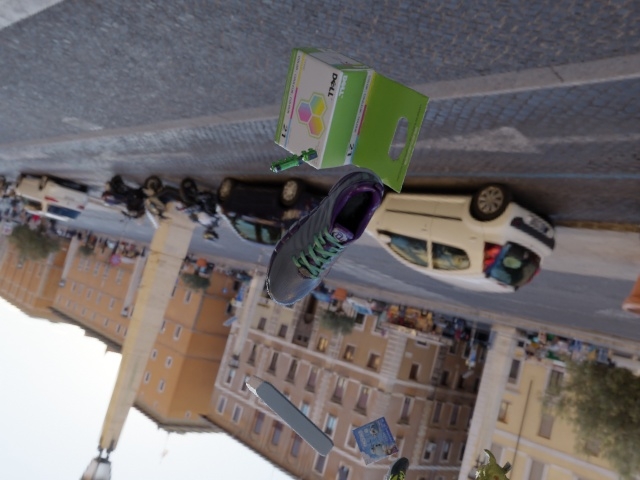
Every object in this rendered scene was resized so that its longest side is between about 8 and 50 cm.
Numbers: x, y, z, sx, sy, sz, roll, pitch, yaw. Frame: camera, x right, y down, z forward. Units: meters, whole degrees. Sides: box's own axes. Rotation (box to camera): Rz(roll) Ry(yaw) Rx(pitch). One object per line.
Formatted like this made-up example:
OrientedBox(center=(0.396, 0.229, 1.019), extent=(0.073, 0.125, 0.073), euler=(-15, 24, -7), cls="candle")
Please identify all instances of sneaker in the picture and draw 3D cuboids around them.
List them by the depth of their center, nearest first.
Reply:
OrientedBox(center=(0.000, 0.000, 0.736), extent=(0.083, 0.223, 0.098), euler=(35, -170, -9), cls="sneaker")
OrientedBox(center=(0.114, 0.363, 0.833), extent=(0.031, 0.083, 0.035), euler=(47, 151, -20), cls="sneaker")

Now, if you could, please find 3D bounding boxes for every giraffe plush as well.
OrientedBox(center=(0.451, 0.715, 1.571), extent=(0.170, 0.210, 0.181), euler=(-24, -142, -19), cls="giraffe plush")

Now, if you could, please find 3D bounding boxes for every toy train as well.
OrientedBox(center=(-0.043, -0.131, 0.927), extent=(0.083, 0.017, 0.024), euler=(-24, -145, -15), cls="toy train")

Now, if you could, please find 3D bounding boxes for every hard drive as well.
OrientedBox(center=(-0.094, 0.460, 1.516), extent=(0.233, 0.047, 0.353), euler=(43, 165, -1), cls="hard drive")

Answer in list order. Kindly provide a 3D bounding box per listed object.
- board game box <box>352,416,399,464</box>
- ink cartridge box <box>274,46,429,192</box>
OrientedBox(center=(0.137, 0.503, 1.410), extent=(0.090, 0.090, 0.020), euler=(-28, 161, 10), cls="board game box")
OrientedBox(center=(0.047, -0.216, 1.009), extent=(0.097, 0.189, 0.255), euler=(-15, -140, -41), cls="ink cartridge box")
